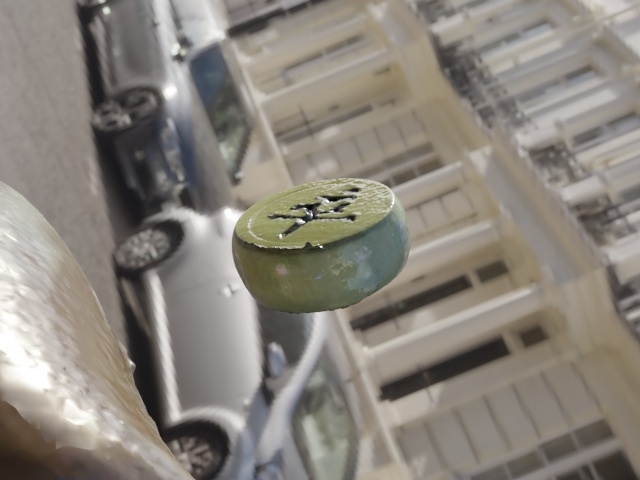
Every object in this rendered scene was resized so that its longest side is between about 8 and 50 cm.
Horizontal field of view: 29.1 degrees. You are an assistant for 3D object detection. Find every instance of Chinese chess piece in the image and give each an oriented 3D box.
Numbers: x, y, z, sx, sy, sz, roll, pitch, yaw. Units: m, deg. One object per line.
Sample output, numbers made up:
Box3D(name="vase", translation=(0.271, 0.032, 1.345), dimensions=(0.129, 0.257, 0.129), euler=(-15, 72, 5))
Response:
Box3D(name="Chinese chess piece", translation=(0.000, 0.000, 1.292), dimensions=(0.188, 0.188, 0.083), euler=(-113, -172, -65))

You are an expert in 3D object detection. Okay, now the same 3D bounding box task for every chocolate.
Box3D(name="chocolate", translation=(-0.142, 0.041, 0.371), dimensions=(0.254, 0.157, 0.080), euler=(46, -21, 53))
